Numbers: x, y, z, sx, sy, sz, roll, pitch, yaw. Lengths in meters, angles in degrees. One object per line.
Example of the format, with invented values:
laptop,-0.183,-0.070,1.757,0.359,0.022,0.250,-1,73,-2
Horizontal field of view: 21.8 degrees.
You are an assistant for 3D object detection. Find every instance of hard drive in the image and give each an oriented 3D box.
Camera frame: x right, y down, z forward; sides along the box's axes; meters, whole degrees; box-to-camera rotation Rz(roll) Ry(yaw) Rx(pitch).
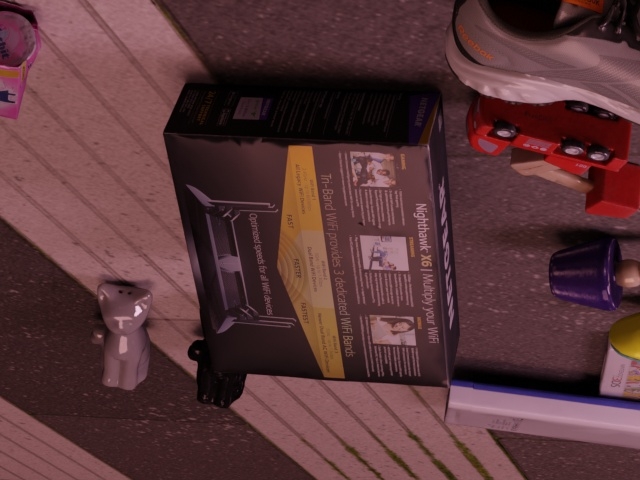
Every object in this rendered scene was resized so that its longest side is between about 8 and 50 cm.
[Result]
hard drive,0.329,0.238,2.242,0.318,0.040,0.210,7,168,4

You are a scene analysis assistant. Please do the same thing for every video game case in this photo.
video game case,0.465,0.169,2.067,0.227,0.026,0.206,5,159,8

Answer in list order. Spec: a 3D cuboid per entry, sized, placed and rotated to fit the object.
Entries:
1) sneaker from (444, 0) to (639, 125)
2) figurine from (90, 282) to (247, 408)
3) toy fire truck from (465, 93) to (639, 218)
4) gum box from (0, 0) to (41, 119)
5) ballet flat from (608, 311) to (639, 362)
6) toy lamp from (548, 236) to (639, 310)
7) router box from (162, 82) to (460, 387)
sneaker,0.228,-0.150,1.241,0.271,0.100,0.108,6,154,6
figurine,-0.192,0.121,2.137,0.214,0.092,0.209,10,151,-3
toy fire truck,0.213,-0.079,1.493,0.192,0.047,0.135,13,160,-9
gum box,-0.339,-0.170,1.450,0.188,0.062,0.107,12,159,-8
ballet flat,0.440,0.099,1.853,0.231,0.077,0.077,7,138,-4
toy lamp,0.369,0.033,1.683,0.274,0.080,0.080,0,158,22
router box,0.000,0.000,1.564,0.242,0.081,0.309,4,132,13
